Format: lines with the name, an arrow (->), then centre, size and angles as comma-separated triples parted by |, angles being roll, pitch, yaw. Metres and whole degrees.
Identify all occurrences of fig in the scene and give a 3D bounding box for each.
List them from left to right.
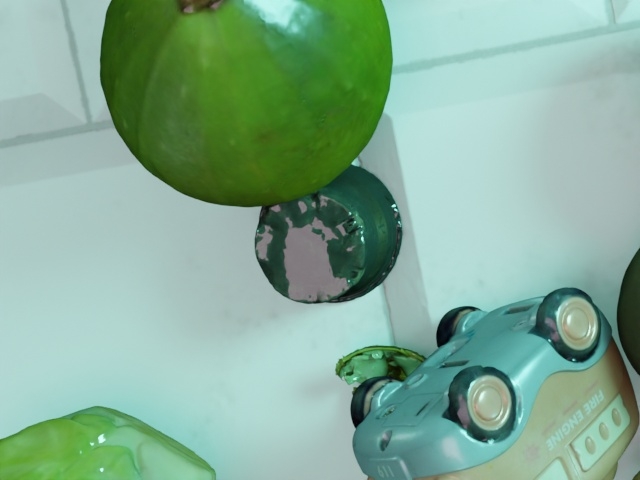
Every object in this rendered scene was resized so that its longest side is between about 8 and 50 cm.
fig -> -0.079, -0.188, 1.608 | 0.316, 0.316, 0.316 | 3, 101, 13

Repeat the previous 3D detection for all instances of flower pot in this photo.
flower pot -> 0.000, 0.000, 1.738 | 0.157, 0.107, 0.157 | 3, 103, 12

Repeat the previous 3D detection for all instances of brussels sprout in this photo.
brussels sprout -> -0.264, 0.337, 1.798 | 0.344, 0.268, 0.344 | -2, 103, -9

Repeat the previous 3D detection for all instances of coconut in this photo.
coconut -> 0.091, 0.180, 1.777 | 0.133, 0.055, 0.158 | -9, 100, 13

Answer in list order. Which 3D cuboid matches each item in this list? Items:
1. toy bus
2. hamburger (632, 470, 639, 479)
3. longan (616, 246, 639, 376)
toy bus -> 0.186, 0.190, 1.653 | 0.194, 0.287, 0.232 | -10, 115, 55
hamburger -> 0.404, 0.289, 1.672 | 0.213, 0.108, 0.214 | 4, 130, 4
longan -> 0.391, 0.078, 1.616 | 0.220, 0.196, 0.196 | 36, 107, -8
